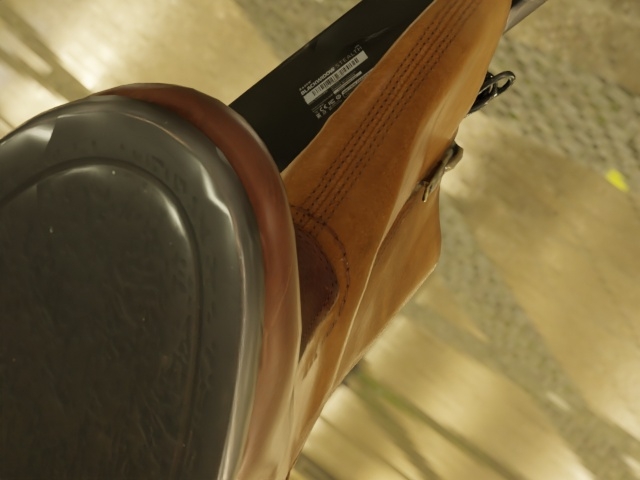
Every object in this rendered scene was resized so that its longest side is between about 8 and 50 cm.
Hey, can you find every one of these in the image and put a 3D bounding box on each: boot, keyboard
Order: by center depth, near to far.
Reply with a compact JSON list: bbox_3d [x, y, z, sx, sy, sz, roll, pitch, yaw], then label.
[{"bbox_3d":[0.000,0.000,0.483,0.096,0.280,0.264,27,137,17],"label":"boot"},{"bbox_3d":[0.019,-0.056,0.730,0.038,0.192,0.100,45,-169,-42],"label":"keyboard"}]
